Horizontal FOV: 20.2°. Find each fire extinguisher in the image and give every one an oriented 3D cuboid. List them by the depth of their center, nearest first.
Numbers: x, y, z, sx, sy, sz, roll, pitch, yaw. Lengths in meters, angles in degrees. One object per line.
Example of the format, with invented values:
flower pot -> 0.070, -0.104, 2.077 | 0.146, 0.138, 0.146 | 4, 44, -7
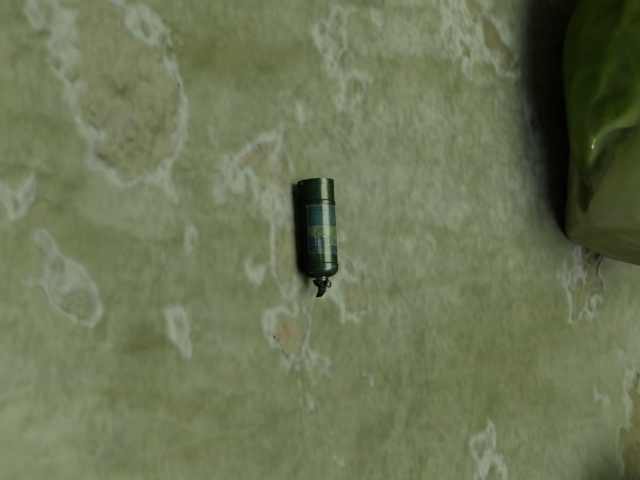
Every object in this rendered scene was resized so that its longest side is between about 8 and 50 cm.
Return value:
fire extinguisher -> 0.000, 0.000, 1.240 | 0.038, 0.025, 0.083 | 31, 55, -73

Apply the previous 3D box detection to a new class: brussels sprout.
brussels sprout -> 0.346, -0.133, 1.525 | 0.354, 0.281, 0.289 | -58, 141, -10
